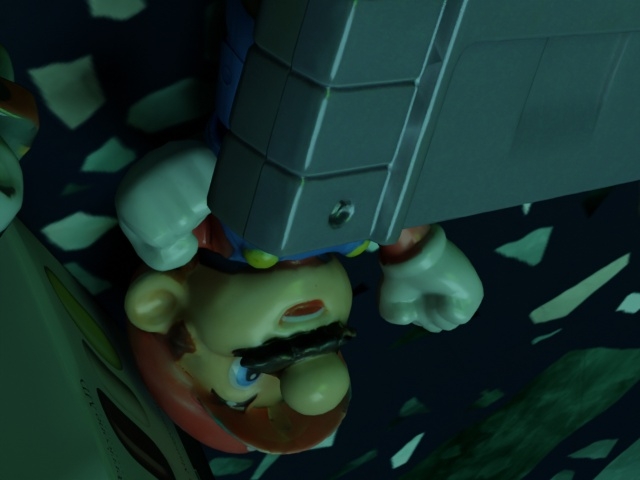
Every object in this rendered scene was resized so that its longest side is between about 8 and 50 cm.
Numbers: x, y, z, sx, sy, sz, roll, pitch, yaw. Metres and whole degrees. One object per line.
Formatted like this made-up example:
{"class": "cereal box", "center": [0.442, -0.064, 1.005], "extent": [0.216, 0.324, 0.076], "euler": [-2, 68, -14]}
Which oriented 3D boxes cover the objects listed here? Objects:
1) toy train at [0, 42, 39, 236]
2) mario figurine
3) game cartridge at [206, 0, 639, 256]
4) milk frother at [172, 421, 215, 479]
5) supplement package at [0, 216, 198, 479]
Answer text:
{"class": "toy train", "center": [-0.225, 0.034, 0.630], "extent": [0.142, 0.190, 0.334], "euler": [22, 124, -38]}
{"class": "mario figurine", "center": [0.000, 0.000, 0.793], "extent": [0.198, 0.170, 0.320], "euler": [15, 130, -3]}
{"class": "game cartridge", "center": [0.116, -0.122, 0.701], "extent": [0.355, 0.068, 0.230], "euler": [-12, 131, -47]}
{"class": "milk frother", "center": [-0.114, 0.218, 1.065], "extent": [0.129, 0.135, 0.143], "euler": [-21, 149, -12]}
{"class": "supplement package", "center": [-0.162, 0.119, 0.819], "extent": [0.149, 0.194, 0.203], "euler": [-29, 150, 1]}
